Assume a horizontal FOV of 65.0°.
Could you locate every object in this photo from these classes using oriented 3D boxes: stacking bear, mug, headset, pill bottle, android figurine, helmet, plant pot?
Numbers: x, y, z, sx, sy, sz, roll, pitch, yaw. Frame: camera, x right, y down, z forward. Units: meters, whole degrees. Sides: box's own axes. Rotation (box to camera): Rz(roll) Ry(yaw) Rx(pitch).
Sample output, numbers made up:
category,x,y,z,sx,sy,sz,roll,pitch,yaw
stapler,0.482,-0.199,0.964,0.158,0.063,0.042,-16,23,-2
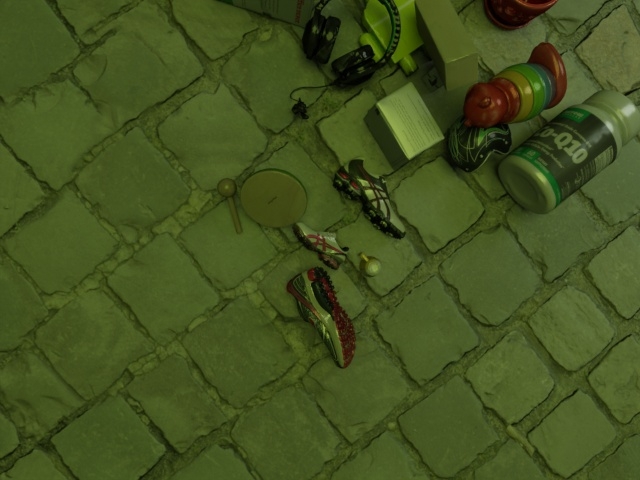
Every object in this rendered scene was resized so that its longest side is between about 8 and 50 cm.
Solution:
category,x,y,z,sx,sy,sz,roll,pitch,yaw
stacking bear,0.498,-0.384,1.335,0.289,0.175,0.164,-26,80,-25
mug,0.141,0.075,1.453,0.078,0.064,0.062,18,88,-5
headset,0.049,-0.514,1.380,0.243,0.185,0.394,37,107,-12
pill bottle,0.714,-0.257,1.444,0.361,0.204,0.204,-38,93,-5
android figurine,0.229,-0.627,1.473,0.248,0.056,0.273,-37,95,-4
helmet,0.443,-0.284,1.439,0.162,0.169,0.169,-13,91,-22
plant pot,0.577,-0.723,1.449,0.191,0.174,0.191,0,90,-6

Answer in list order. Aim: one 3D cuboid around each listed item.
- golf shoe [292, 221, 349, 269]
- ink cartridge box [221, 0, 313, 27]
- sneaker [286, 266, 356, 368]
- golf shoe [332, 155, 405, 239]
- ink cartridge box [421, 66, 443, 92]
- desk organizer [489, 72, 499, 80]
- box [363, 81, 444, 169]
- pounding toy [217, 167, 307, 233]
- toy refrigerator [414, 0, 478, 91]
category,x,y,z,sx,sy,sz,roll,pitch,yaw
golf shoe,0.000,0.000,1.434,0.186,0.067,0.086,41,79,-22
ink cartridge box,-0.149,-0.713,1.361,0.289,0.211,0.121,15,87,-6
sneaker,0.011,0.223,1.426,0.112,0.121,0.299,-22,93,24
golf shoe,0.163,-0.122,1.441,0.120,0.105,0.273,-45,94,-12
ink cartridge box,0.364,-0.490,1.446,0.099,0.135,0.056,-37,96,-4
desk organizer,0.561,-0.440,1.507,0.047,0.050,0.130,-24,92,-5
box,0.227,-0.314,1.407,0.119,0.181,0.182,-32,93,-5
pounding toy,-0.149,-0.134,1.407,0.237,0.110,0.183,-11,125,14
toy refrigerator,0.336,-0.535,1.337,0.094,0.102,0.269,-18,58,7
